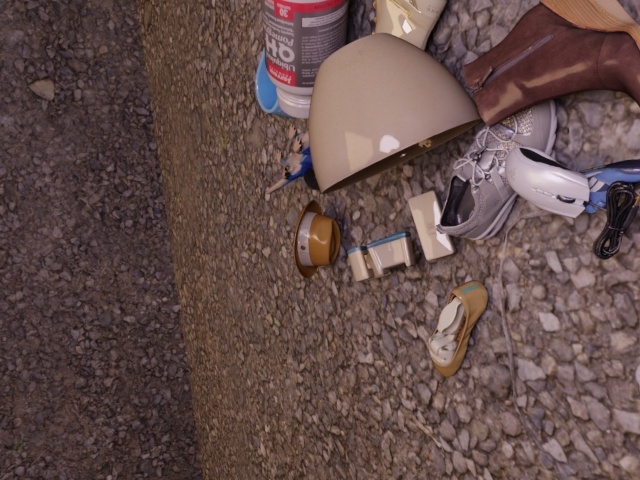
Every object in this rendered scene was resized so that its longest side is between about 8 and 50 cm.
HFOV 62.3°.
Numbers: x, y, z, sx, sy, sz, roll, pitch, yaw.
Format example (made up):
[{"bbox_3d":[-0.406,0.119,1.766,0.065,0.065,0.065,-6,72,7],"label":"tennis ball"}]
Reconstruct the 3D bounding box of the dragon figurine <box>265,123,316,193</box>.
[{"bbox_3d":[-0.020,-0.186,1.218,0.289,0.144,0.085,-59,41,37],"label":"dragon figurine"}]

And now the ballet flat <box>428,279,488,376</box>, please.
[{"bbox_3d":[0.238,0.170,0.986,0.080,0.073,0.232,46,136,43],"label":"ballet flat"}]

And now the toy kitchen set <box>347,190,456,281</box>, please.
[{"bbox_3d":[0.164,-0.003,1.069,0.207,0.166,0.122,-18,82,22],"label":"toy kitchen set"}]

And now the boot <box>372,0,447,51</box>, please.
[{"bbox_3d":[0.120,-0.417,0.990,0.262,0.095,0.203,48,139,37],"label":"boot"}]

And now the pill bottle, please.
[{"bbox_3d":[-0.032,-0.420,1.108,0.176,0.176,0.318,58,161,31],"label":"pill bottle"}]

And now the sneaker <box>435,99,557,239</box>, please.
[{"bbox_3d":[0.265,-0.114,0.815,0.105,0.115,0.281,45,132,43],"label":"sneaker"}]

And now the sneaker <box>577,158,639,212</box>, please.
[{"bbox_3d":[0.381,-0.071,0.708,0.144,0.053,0.059,-15,92,64],"label":"sneaker"}]

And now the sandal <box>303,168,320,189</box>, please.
[{"bbox_3d":[0.028,-0.161,1.271,0.179,0.040,0.067,-4,101,44],"label":"sandal"}]

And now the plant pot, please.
[{"bbox_3d":[0.094,-0.221,0.870,0.284,0.284,0.191,-22,92,58],"label":"plant pot"}]

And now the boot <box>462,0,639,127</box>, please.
[{"bbox_3d":[0.312,-0.204,0.687,0.207,0.090,0.248,-35,52,31],"label":"boot"}]

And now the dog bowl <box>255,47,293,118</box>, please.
[{"bbox_3d":[-0.087,-0.442,1.331,0.166,0.074,0.297,62,144,27],"label":"dog bowl"}]

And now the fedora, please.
[{"bbox_3d":[0.000,0.000,1.282,0.079,0.194,0.194,6,107,20],"label":"fedora"}]

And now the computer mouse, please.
[{"bbox_3d":[0.321,-0.062,0.712,0.193,0.042,0.106,38,142,37],"label":"computer mouse"}]
